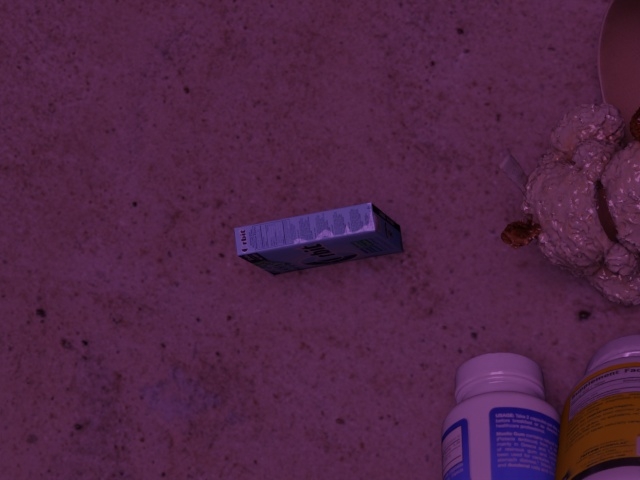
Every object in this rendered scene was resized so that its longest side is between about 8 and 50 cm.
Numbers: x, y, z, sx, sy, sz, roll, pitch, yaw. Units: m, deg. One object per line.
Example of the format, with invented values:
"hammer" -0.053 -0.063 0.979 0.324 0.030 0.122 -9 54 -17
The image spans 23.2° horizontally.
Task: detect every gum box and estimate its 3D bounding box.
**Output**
"gum box" 0.000 0.000 2.029 0.184 0.157 0.041 -10 77 14

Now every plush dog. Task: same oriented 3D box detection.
"plush dog" 0.358 -0.046 1.858 0.225 0.211 0.262 -17 88 46

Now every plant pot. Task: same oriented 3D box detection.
"plant pot" 0.495 -0.201 1.889 0.191 0.284 0.284 -17 72 -21

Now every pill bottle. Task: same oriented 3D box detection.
"pill bottle" 0.364 0.252 1.774 0.188 0.334 0.187 5 119 10
"pill bottle" 0.223 0.278 1.880 0.152 0.152 0.272 -9 51 15
